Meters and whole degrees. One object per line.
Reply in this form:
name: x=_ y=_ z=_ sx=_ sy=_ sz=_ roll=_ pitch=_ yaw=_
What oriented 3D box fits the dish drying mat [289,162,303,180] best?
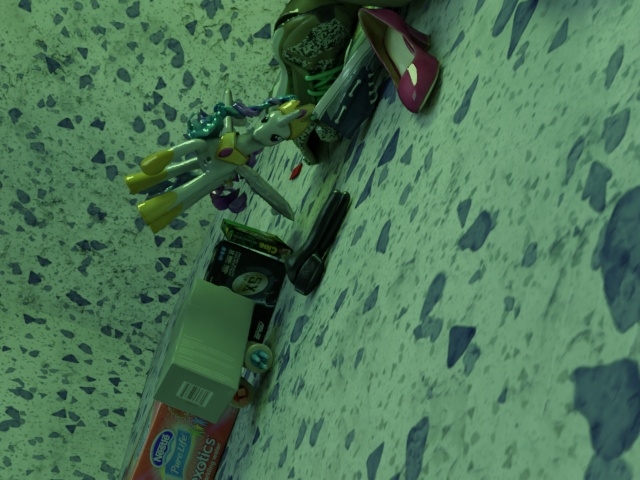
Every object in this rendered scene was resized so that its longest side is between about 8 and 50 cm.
dish drying mat: x=-0.059 y=-0.167 z=2.031 sx=0.083 sy=0.008 sz=0.032 roll=152 pitch=139 yaw=-74

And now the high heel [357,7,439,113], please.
high heel: x=0.105 y=-0.268 z=1.212 sx=0.244 sy=0.117 sz=0.082 roll=-82 pitch=18 yaw=-49

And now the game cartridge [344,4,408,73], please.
game cartridge: x=0.122 y=-0.453 z=1.632 sx=0.196 sy=0.060 sz=0.294 roll=128 pitch=160 yaw=-65

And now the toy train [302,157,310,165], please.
toy train: x=-0.019 y=-0.207 z=1.880 sx=0.017 sy=0.024 sz=0.083 roll=148 pitch=143 yaw=-70

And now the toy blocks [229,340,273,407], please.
toy blocks: x=-0.128 y=0.243 z=1.495 sx=0.148 sy=0.054 sz=0.123 roll=167 pitch=124 yaw=-75

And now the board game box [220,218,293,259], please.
board game box: x=-0.143 y=-0.005 z=1.802 sx=0.260 sy=0.136 sz=0.030 roll=-146 pitch=73 yaw=-79

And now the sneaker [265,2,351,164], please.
sneaker: x=0.005 y=-0.284 z=1.592 sx=0.182 sy=0.158 sz=0.410 roll=62 pitch=164 yaw=19

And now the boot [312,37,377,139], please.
boot: x=0.074 y=-0.274 z=1.477 sx=0.190 sy=0.086 sz=0.069 roll=-54 pitch=1 yaw=6

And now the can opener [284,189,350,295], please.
can opener: x=0.000 y=0.000 z=1.390 sx=0.059 sy=0.073 sz=0.186 roll=11 pitch=-73 yaw=-63

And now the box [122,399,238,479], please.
box: x=-0.278 y=0.406 z=1.630 sx=0.142 sy=0.154 sz=0.300 roll=162 pitch=130 yaw=-75

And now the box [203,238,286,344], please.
box: x=-0.166 y=0.110 z=1.674 sx=0.077 sy=0.147 sz=0.180 roll=145 pitch=146 yaw=-70

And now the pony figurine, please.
pony figurine: x=-0.184 y=-0.145 z=1.607 sx=0.363 sy=0.303 sz=0.351 roll=-28 pitch=-1 yaw=-9

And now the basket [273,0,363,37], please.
basket: x=0.008 y=-0.474 z=1.742 sx=0.204 sy=0.154 sz=0.227 roll=79 pitch=-148 yaw=-41

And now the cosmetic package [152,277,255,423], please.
cosmetic package: x=-0.202 y=0.188 z=1.480 sx=0.107 sy=0.127 sz=0.238 roll=-59 pitch=13 yaw=30

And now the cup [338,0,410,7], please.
cup: x=0.087 y=-0.532 z=1.419 sx=0.331 sy=0.237 sz=0.331 roll=-52 pitch=17 yaw=23
